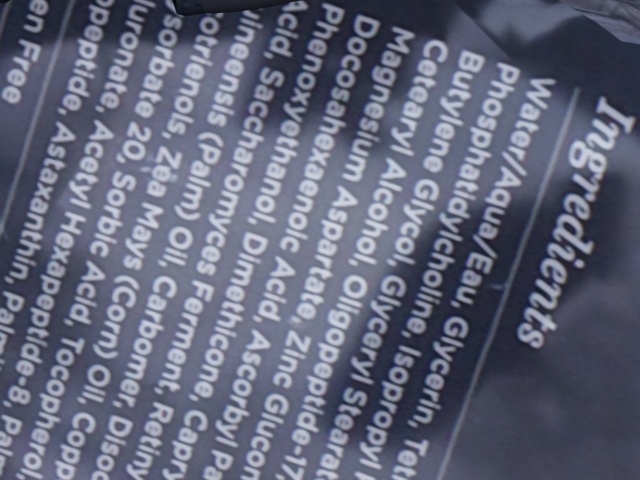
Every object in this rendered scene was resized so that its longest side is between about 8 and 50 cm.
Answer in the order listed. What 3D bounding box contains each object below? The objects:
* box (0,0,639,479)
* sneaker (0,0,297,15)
[{"bbox_3d":[0.000,0.000,0.725,0.472,0.480,0.297,18,98,4],"label":"box"},{"bbox_3d":[-0.042,-0.096,0.338,0.321,0.127,0.126,-28,20,5],"label":"sneaker"}]
